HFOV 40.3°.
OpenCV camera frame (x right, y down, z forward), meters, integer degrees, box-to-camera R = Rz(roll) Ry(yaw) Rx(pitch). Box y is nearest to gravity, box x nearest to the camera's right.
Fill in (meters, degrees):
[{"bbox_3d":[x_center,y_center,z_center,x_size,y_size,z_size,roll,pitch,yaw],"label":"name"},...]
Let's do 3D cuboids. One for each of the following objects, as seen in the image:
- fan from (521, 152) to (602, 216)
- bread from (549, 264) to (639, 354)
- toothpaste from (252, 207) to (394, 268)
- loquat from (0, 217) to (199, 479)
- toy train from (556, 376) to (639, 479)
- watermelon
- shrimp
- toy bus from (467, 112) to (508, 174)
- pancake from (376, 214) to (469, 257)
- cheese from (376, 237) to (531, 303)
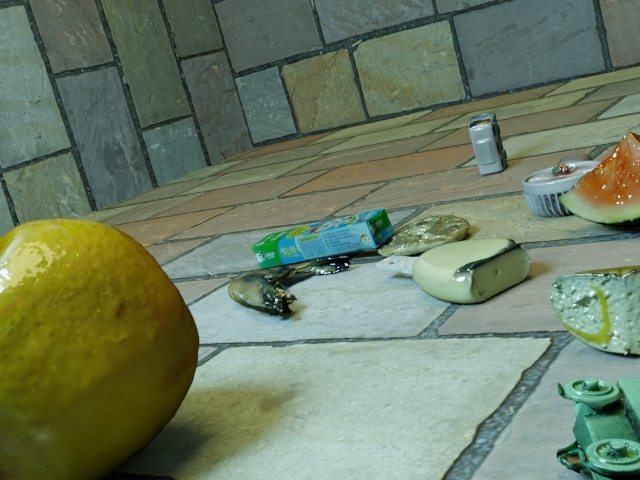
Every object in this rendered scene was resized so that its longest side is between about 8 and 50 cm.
[{"bbox_3d":[0.407,-0.102,1.432,0.130,0.074,0.244,-11,12,24],"label":"fan"},{"bbox_3d":[0.298,0.057,0.822,0.157,0.082,0.094,-8,11,23],"label":"bread"},{"bbox_3d":[0.000,0.000,1.498,0.267,0.050,0.065,-12,18,40],"label":"toothpaste"},{"bbox_3d":[-0.265,0.124,0.858,0.276,0.276,0.284,-8,31,33],"label":"loquat"},{"bbox_3d":[0.214,0.143,0.581,0.100,0.070,0.172,-4,14,7],"label":"toy train"},{"bbox_3d":[0.428,-0.062,1.198,0.145,0.137,0.193,-49,-6,30],"label":"watermelon"},{"bbox_3d":[-0.032,0.059,1.320,0.198,0.051,0.262,-18,9,-15],"label":"shrimp"},{"bbox_3d":[0.354,-0.203,1.854,0.060,0.122,0.075,-11,16,24],"label":"toy bus"},{"bbox_3d":[0.164,-0.004,1.417,0.158,0.028,0.158,-16,14,4],"label":"pancake"},{"bbox_3d":[0.158,0.036,1.175,0.127,0.054,0.252,-23,13,-28],"label":"cheese"}]
